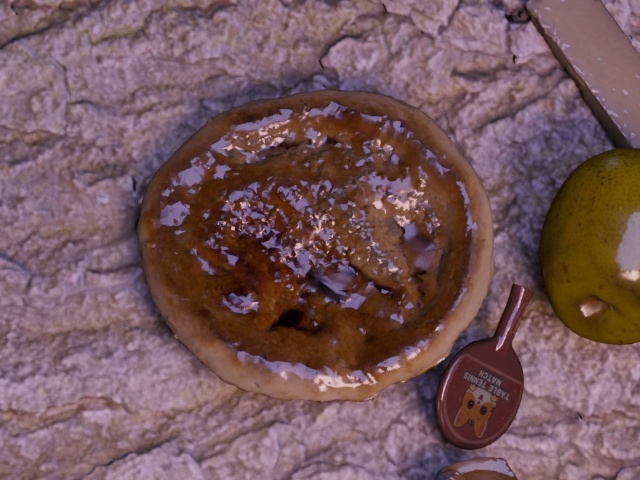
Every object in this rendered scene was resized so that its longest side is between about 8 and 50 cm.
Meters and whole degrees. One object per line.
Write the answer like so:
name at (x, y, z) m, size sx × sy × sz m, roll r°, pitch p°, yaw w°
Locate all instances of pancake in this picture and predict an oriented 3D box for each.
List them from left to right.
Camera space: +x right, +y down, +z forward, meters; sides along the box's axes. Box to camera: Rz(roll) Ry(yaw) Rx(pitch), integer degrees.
pancake at (0.000, 0.001, 1.774) m, size 0.356 × 0.065 × 0.356 m, roll 1°, pitch 70°, yaw -2°

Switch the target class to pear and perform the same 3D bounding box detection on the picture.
pear at (0.308, 0.005, 1.776) m, size 0.198 × 0.198 × 0.198 m, roll 2°, pitch 74°, yaw -7°

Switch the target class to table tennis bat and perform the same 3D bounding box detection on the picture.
table tennis bat at (0.138, 0.115, 1.813) m, size 0.107 × 0.119 × 0.170 m, roll 27°, pitch 85°, yaw -37°

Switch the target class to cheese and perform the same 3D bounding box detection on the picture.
cheese at (0.352, -0.105, 1.889) m, size 0.085 × 0.034 × 0.400 m, roll -28°, pitch 78°, yaw -20°

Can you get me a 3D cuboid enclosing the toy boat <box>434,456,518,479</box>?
toy boat at (0.198, 0.354, 1.712) m, size 0.121 × 0.089 × 0.321 m, roll -29°, pitch 82°, yaw -9°
